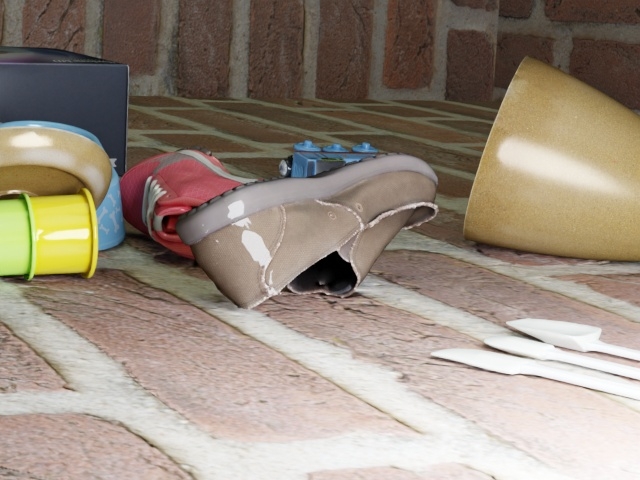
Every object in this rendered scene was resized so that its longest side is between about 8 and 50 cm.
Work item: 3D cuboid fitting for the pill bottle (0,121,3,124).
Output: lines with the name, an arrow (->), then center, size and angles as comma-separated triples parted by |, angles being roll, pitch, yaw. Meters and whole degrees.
pill bottle -> -0.526, -0.108, 2.063 | 0.245, 0.136, 0.136 | 2, 9, -30

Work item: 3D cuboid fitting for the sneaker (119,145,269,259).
sneaker -> -0.154, -0.040, 1.850 | 0.136, 0.116, 0.314 | -8, 14, -43

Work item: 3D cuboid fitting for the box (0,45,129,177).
box -> -0.476, -0.198, 2.452 | 0.296, 0.183, 0.294 | -3, 12, -29

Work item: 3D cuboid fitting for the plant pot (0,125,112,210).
plant pot -> -0.333, -0.042, 1.705 | 0.236, 0.032, 0.236 | -14, -26, -7

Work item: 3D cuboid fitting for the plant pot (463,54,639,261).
plant pot -> 0.330, -0.069, 1.953 | 0.254, 0.237, 0.237 | 21, 13, 11

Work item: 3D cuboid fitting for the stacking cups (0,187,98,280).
stacking cups -> -0.385, -0.005, 1.621 | 0.316, 0.096, 0.096 | -1, 10, -22

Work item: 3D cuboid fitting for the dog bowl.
dog bowl -> -0.325, -0.071, 1.946 | 0.166, 0.074, 0.297 | 2, 21, -18

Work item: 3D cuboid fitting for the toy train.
toy train -> 0.032, -0.099, 2.395 | 0.184, 0.080, 0.105 | 1, 18, -26

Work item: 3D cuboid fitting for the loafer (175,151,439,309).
loafer -> 0.000, 0.000, 1.675 | 0.134, 0.130, 0.366 | -25, -7, 42

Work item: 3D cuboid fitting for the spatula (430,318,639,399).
spatula -> 0.240, 0.103, 1.398 | 0.242, 0.019, 0.168 | 10, 11, 37
